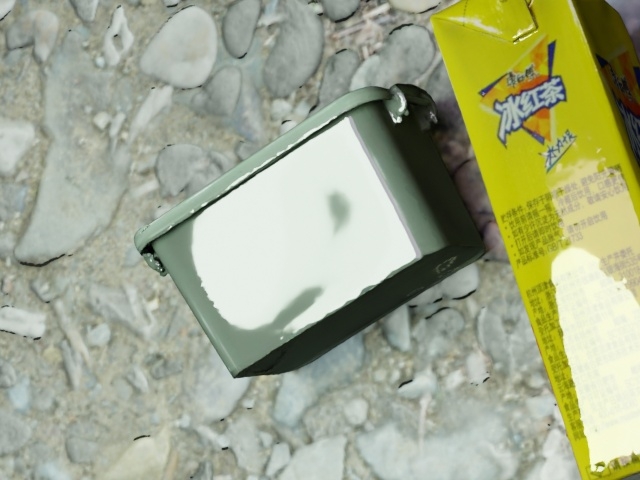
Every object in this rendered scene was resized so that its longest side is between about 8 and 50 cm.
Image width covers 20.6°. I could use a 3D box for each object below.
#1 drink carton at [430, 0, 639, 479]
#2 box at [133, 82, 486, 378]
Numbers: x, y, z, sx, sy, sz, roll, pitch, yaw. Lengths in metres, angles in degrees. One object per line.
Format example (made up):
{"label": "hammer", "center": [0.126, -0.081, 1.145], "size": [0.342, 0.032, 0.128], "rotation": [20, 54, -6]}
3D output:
{"label": "drink carton", "center": [0.197, -0.008, 1.221], "size": [0.111, 0.154, 0.351], "rotation": [-23, 72, 22]}
{"label": "box", "center": [0.000, 0.000, 1.328], "size": [0.243, 0.163, 0.135], "rotation": [-32, 78, 18]}
